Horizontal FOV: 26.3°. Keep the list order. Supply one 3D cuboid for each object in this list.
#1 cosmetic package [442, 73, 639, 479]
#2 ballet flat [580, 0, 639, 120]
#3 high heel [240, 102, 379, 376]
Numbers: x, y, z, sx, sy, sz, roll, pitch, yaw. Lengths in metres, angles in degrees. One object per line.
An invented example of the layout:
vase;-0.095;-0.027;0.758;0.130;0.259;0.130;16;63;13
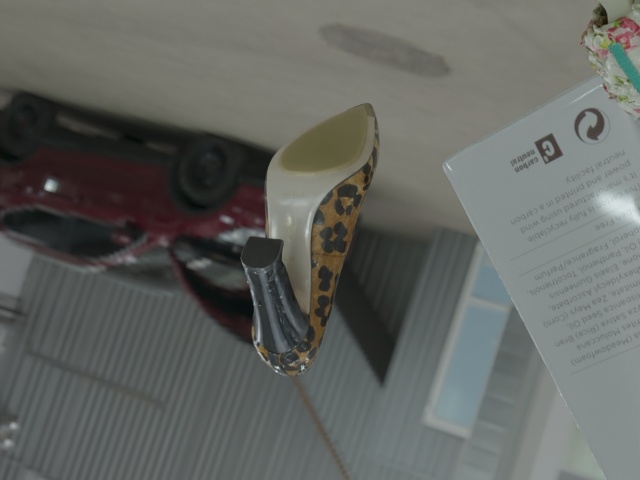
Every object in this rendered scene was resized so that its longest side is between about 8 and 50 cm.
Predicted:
cosmetic package;0.301;0.083;1.100;0.161;0.453;0.230;-29;177;30
ballet flat;0.189;-0.169;0.769;0.077;0.241;0.091;38;131;-26
high heel;0.000;0.000;1.348;0.093;0.261;0.186;14;140;23
